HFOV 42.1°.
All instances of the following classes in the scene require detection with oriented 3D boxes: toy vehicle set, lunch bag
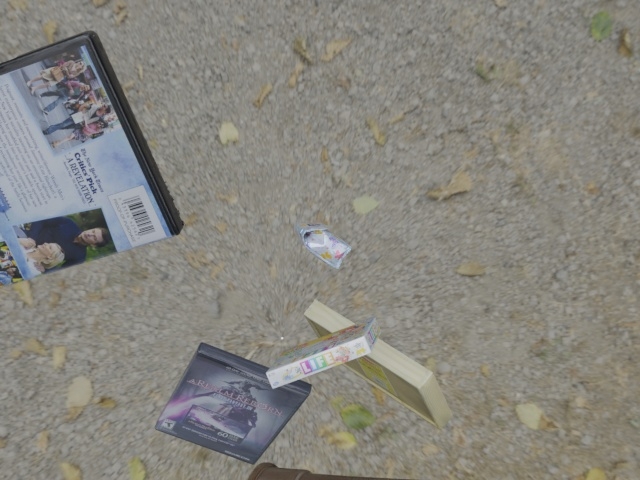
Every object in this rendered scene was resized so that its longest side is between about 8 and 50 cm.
[{"bbox_3d":[0.099,0.216,1.447,0.266,0.166,0.035,29,69,36],"label":"toy vehicle set"},{"bbox_3d":[0.000,0.000,1.329,0.083,0.071,0.053,32,91,-15],"label":"lunch bag"}]

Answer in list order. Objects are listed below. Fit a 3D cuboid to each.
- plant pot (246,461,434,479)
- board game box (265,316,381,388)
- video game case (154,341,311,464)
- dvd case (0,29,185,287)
[{"bbox_3d":[0.029,0.278,0.734,0.165,0.167,0.167,-7,83,14],"label":"plant pot"},{"bbox_3d":[0.007,0.161,1.197,0.154,0.103,0.026,-22,95,14],"label":"board game box"},{"bbox_3d":[-0.155,0.285,1.415,0.196,0.274,0.026,23,46,-10],"label":"video game case"},{"bbox_3d":[-0.264,-0.052,0.702,0.252,0.022,0.181,-16,113,13],"label":"dvd case"}]
